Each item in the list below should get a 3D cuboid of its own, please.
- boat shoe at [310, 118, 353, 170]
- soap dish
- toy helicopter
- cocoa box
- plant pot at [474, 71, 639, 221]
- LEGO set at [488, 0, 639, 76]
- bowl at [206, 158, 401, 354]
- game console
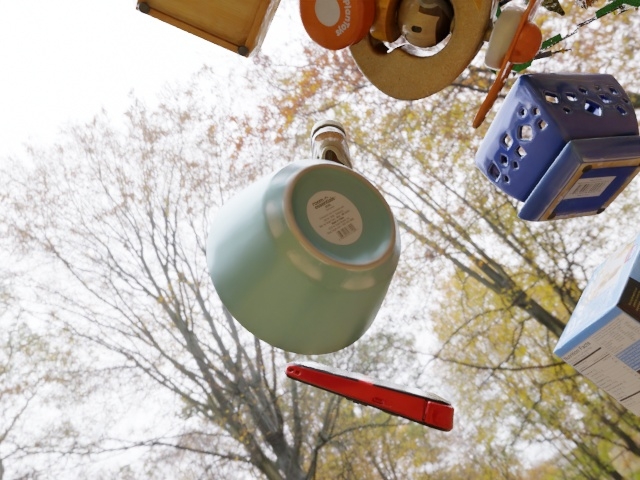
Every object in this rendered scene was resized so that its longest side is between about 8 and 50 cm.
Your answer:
[{"bbox_3d":[0.029,-0.116,1.185,0.113,0.103,0.302,-9,-48,7],"label":"boat shoe"},{"bbox_3d":[-0.222,-0.513,1.042,0.290,0.118,0.229,19,-42,-18],"label":"soap dish"},{"bbox_3d":[0.153,-0.270,0.491,0.140,0.235,0.355,-39,-5,-42],"label":"toy helicopter"},{"bbox_3d":[0.735,0.166,1.178,0.347,0.228,0.231,-42,-17,-37],"label":"cocoa box"},{"bbox_3d":[0.485,-0.174,1.039,0.235,0.212,0.236,-6,-35,-18],"label":"plant pot"},{"bbox_3d":[0.428,-0.477,0.990,0.331,0.192,0.255,-35,-78,17],"label":"LEGO set"},{"bbox_3d":[0.000,0.000,0.796,0.311,0.312,0.163,-4,-26,-31],"label":"bowl"},{"bbox_3d":[0.108,0.335,1.159,0.386,0.341,0.060,66,-143,-75],"label":"game console"}]
